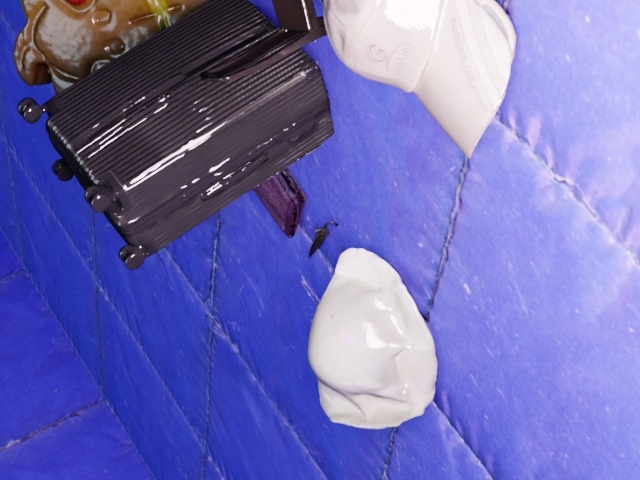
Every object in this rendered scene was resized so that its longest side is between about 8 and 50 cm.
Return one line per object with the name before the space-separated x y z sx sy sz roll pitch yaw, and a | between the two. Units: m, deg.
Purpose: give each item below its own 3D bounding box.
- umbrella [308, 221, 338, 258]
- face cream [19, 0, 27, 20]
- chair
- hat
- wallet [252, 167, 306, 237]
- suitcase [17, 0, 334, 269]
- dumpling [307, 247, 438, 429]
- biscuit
umbrella | -0.005 0.000 1.837 0.149 0.022 0.022 129 141 -64
face cream | -0.348 -0.384 2.002 0.218 0.179 0.218 46 149 38
chair | -0.052 -0.259 1.459 0.084 0.213 0.101 20 130 59
hat | 0.087 -0.187 1.339 0.219 0.164 0.225 112 151 -60
wallet | -0.080 -0.090 1.898 0.166 0.030 0.111 56 153 21
suitcase | -0.175 -0.152 1.655 0.229 0.335 0.152 47 165 36
dumpling | 0.074 0.137 1.709 0.179 0.131 0.252 18 108 35
biscuit | -0.287 -0.290 1.836 0.394 0.351 0.070 65 -157 -19
